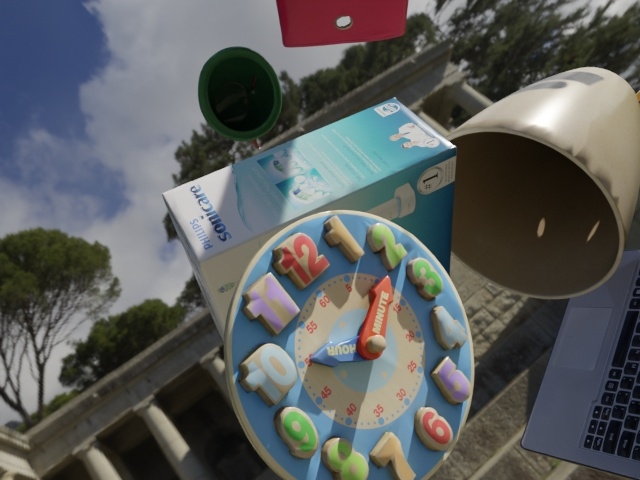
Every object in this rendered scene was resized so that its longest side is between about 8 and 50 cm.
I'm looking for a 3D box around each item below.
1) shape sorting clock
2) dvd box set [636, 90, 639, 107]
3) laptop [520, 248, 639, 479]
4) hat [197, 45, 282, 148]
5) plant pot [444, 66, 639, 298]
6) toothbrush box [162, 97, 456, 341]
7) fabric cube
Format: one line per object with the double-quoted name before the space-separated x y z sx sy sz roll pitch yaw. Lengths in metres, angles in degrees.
"shape sorting clock" 0.031 0.077 0.421 0.206 0.206 0.040 -28 -3 -32
"dvd box set" 0.571 -0.262 0.902 0.308 0.062 0.420 -31 -16 -41
"laptop" 0.439 0.111 0.822 0.408 0.236 0.381 -8 50 58
"hat" -0.189 -0.287 1.246 0.173 0.184 0.208 -10 -77 -22
"plant pot" 0.310 -0.107 0.785 0.274 0.257 0.256 -46 -18 -31
"toothbrush box" 0.000 0.000 0.691 0.296 0.126 0.216 -26 -42 -14
"fabric cube" 0.032 -0.555 1.108 0.254 0.258 0.258 -5 -21 1
